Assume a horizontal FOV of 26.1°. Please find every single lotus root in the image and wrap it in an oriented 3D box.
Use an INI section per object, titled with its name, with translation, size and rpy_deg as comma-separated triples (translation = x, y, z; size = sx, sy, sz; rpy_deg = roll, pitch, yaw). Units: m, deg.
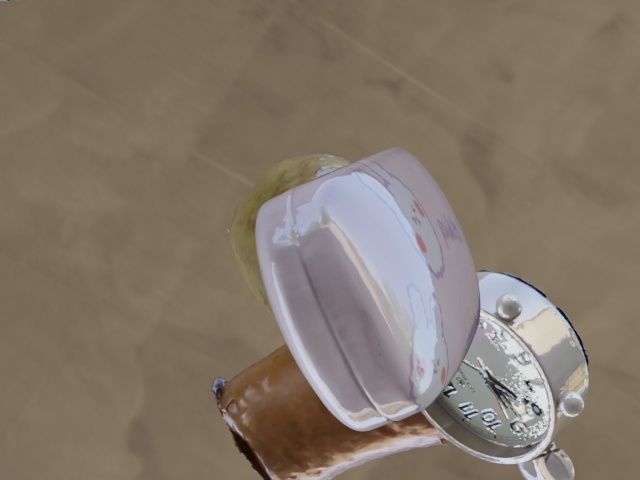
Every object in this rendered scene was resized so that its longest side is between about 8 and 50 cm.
[lotus root]
translation = 0.000, 0.000, 1.314
size = 0.160, 0.284, 0.146
rpy_deg = -25, -66, -6

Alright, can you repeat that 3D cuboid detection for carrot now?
[carrot]
translation = 0.040, 0.150, 1.364
size = 0.254, 0.196, 0.196
rpy_deg = -31, -64, 7

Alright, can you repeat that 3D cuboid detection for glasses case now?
[glasses case]
translation = 0.032, 0.015, 0.704
size = 0.075, 0.297, 0.113
rpy_deg = -24, -88, 12

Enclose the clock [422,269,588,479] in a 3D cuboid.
[clock]
translation = 0.142, 0.101, 1.120
size = 0.063, 0.155, 0.229
rpy_deg = -37, -87, -41
